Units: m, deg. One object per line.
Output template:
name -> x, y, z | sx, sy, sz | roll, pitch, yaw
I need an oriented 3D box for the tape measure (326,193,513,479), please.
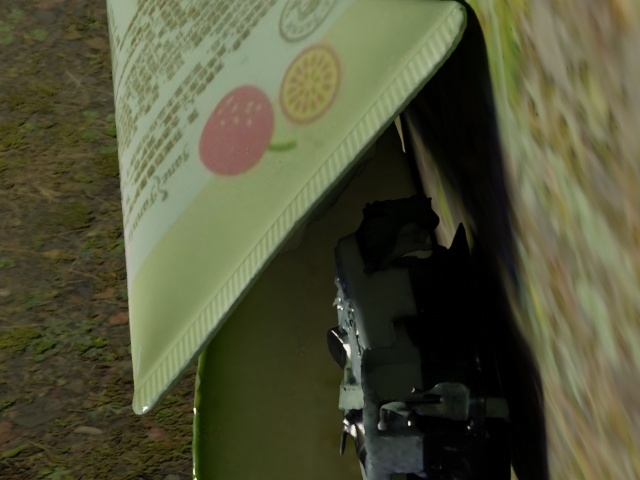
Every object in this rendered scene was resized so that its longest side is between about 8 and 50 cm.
tape measure -> 0.031, 0.047, 0.483 | 0.094, 0.054, 0.091 | 85, 176, -52

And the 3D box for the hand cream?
hand cream -> -0.029, -0.072, 0.548 | 0.093, 0.147, 0.306 | 34, -163, -21

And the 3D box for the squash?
squash -> 0.020, 0.127, 0.544 | 0.203, 0.111, 0.289 | -116, 15, -65
